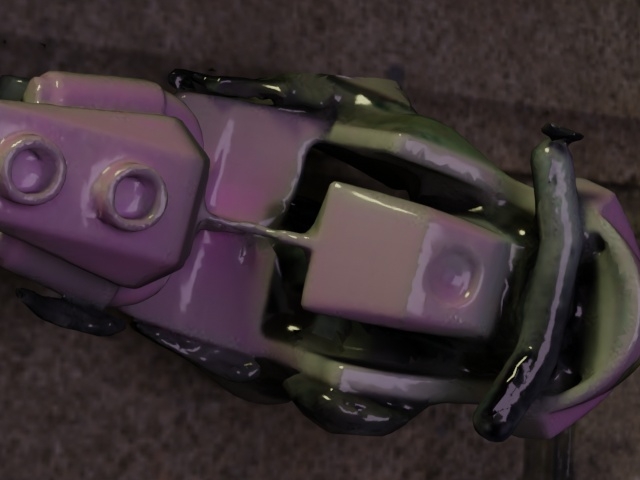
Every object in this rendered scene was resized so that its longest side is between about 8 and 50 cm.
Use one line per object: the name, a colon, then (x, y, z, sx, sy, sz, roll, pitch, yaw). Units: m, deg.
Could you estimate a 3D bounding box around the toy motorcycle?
toy motorcycle: (0.000, 0.000, 0.664, 0.327, 0.188, 0.143, 17, 88, -32)
